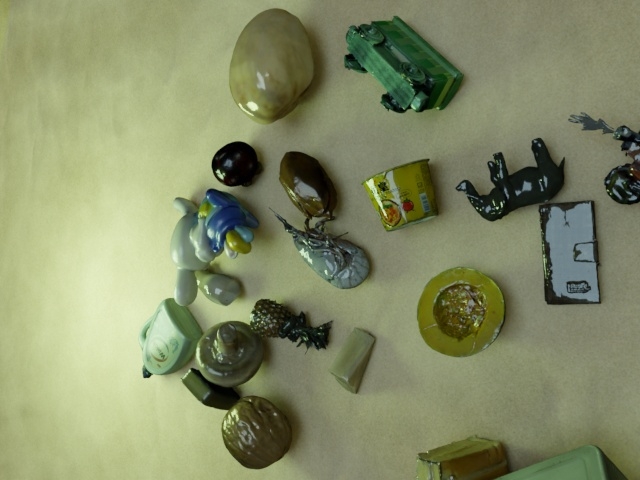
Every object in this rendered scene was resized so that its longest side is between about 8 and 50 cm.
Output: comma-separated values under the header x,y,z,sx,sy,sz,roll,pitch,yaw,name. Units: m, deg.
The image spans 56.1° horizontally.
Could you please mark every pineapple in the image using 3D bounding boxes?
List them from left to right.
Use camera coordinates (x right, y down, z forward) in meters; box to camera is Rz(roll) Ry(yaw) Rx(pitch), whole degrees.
x,y,z,sx,sy,sz,roll,pitch,yaw,name
-0.086,0.253,1.742,0.251,0.125,0.125,15,98,22,pineapple

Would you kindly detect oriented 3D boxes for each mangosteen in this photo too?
x,y,z,sx,sy,sz,roll,pitch,yaw,name
-0.254,-0.226,1.836,0.152,0.152,0.152,0,89,34,mangosteen

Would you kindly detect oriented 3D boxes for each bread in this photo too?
x,y,z,sx,sy,sz,roll,pitch,yaw,name
0.096,0.331,1.659,0.077,0.105,0.152,27,73,31,bread
0.321,0.588,1.372,0.111,0.246,0.239,-8,85,51,bread

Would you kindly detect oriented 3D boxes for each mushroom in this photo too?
x,y,z,sx,sy,sz,roll,pitch,yaw,name
-0.340,0.141,1.911,0.212,0.088,0.097,28,108,38,mushroom
-0.271,0.320,1.779,0.207,0.207,0.215,45,156,25,mushroom

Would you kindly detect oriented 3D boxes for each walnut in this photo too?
x,y,z,sx,sy,sz,roll,pitch,yaw,name
-0.188,0.552,1.742,0.213,0.213,0.213,0,89,34,walnut
-0.034,-0.156,1.684,0.137,0.137,0.245,-50,65,23,walnut

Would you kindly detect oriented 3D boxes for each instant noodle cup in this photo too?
x,y,z,sx,sy,sz,roll,pitch,yaw,name
0.208,-0.107,1.507,0.182,0.182,0.144,-19,88,32,instant noodle cup

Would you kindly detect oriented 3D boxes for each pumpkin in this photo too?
x,y,z,sx,sy,sz,roll,pitch,yaw,name
0.353,0.175,1.450,0.217,0.110,0.217,-12,71,37,pumpkin

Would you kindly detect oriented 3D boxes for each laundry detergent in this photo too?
x,y,z,sx,sy,sz,roll,pitch,yaw,name
-0.534,0.351,2.030,0.280,0.105,0.215,-49,65,25,laundry detergent

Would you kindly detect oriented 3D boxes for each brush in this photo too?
x,y,z,sx,sy,sz,roll,pitch,yaw,name
-0.334,0.455,1.842,0.123,0.197,0.059,38,87,27,brush

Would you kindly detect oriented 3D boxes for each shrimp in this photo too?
x,y,z,sx,sy,sz,roll,pitch,yaw,name
-0.005,0.004,1.675,0.343,0.116,0.145,37,109,21,shrimp

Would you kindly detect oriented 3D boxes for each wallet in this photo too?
x,y,z,sx,sy,sz,roll,pitch,yaw,name
0.557,0.029,1.343,0.124,0.042,0.230,-4,86,37,wallet

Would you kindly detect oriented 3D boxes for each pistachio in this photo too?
x,y,z,sx,sy,sz,roll,pitch,yaw,name
-0.135,-0.485,1.704,0.238,0.229,0.321,12,82,-9,pistachio

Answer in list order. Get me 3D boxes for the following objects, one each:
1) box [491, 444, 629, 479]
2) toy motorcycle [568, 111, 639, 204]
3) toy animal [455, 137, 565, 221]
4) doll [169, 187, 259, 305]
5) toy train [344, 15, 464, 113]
x,y,z,sx,sy,sz,roll,pitch,yaw,name
0.508,0.619,1.202,0.352,0.177,0.344,-36,105,29,box
0.687,-0.148,1.205,0.401,0.134,0.207,33,107,28,toy motorcycle
0.437,-0.133,1.381,0.245,0.114,0.146,-22,77,32,toy animal
-0.332,-0.027,1.851,0.365,0.187,0.376,-28,73,32,doll
0.195,-0.435,1.498,0.301,0.202,0.120,51,138,23,toy train
